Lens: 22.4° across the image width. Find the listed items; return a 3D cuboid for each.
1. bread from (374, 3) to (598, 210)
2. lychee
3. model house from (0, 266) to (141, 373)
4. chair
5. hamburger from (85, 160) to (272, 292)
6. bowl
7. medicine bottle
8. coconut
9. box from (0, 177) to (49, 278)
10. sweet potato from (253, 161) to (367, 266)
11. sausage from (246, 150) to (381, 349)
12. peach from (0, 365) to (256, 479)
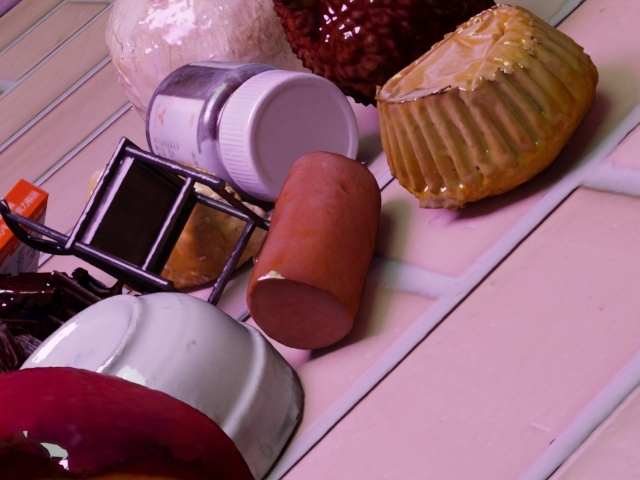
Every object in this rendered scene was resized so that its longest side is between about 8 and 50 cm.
[{"bbox_3d":[0.165,-0.144,1.659,0.240,0.139,0.240,-26,24,13],"label":"bread"},{"bbox_3d":[0.063,-0.287,1.883,0.300,0.264,0.264,-5,7,-33],"label":"lychee"},{"bbox_3d":[-0.296,0.094,1.770,0.141,0.164,0.203,-47,12,9],"label":"model house"},{"bbox_3d":[-0.194,-0.018,1.726,0.260,0.154,0.141,22,80,34],"label":"chair"},{"bbox_3d":[-0.167,-0.019,1.864,0.207,0.155,0.135,9,53,47],"label":"hamburger"},{"bbox_3d":[-0.186,0.165,1.537,0.307,0.163,0.307,-31,24,16],"label":"bowl"},{"bbox_3d":[-0.086,-0.129,1.928,0.165,0.165,0.273,-43,26,-17],"label":"medicine bottle"},{"bbox_3d":[-0.148,-0.283,2.178,0.297,0.254,0.297,-30,25,16],"label":"coconut"},{"bbox_3d":[-0.421,0.097,1.906,0.273,0.048,0.265,-56,-9,-39],"label":"box"},{"bbox_3d":[-0.008,-0.026,1.779,0.056,0.056,0.195,-2,35,51],"label":"sweet potato"},{"bbox_3d":[0.000,0.000,1.643,0.113,0.113,0.259,-23,26,25],"label":"sausage"},{"bbox_3d":[-0.204,0.305,1.103,0.353,0.339,0.416,-42,18,40],"label":"peach"}]
